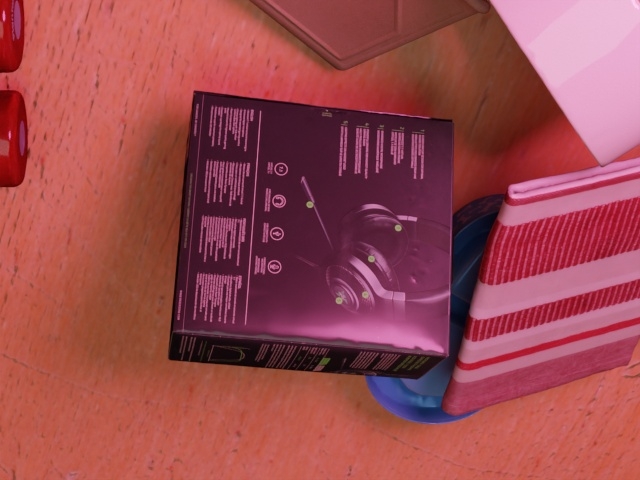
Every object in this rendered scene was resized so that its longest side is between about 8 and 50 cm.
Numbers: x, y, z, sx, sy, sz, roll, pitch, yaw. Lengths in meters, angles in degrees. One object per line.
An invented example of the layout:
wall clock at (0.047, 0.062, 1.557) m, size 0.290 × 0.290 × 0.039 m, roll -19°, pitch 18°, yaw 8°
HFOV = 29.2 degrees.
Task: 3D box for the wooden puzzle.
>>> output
wooden puzzle at (0.008, -0.252, 1.120) m, size 0.221 × 0.044 × 0.238 m, roll 35°, pitch 155°, yaw -28°

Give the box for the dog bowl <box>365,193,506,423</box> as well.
dog bowl at (0.167, 0.073, 1.380) m, size 0.166 × 0.074 × 0.297 m, roll 29°, pitch 113°, yaw -18°

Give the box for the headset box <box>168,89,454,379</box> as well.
headset box at (0.000, 0.000, 1.222) m, size 0.283 × 0.246 × 0.131 m, roll 5°, pitch 163°, yaw -7°

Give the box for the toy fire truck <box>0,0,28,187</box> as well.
toy fire truck at (-0.371, -0.116, 1.128) m, size 0.169 × 0.254 × 0.302 m, roll 2°, pitch 119°, yaw -5°

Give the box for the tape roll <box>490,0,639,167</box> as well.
tape roll at (0.218, -0.210, 1.108) m, size 0.100 × 0.286 × 0.286 m, roll -33°, pitch 116°, yaw 14°

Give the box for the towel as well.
towel at (0.255, 0.044, 1.262) m, size 0.237 × 0.037 × 0.329 m, roll -13°, pitch 139°, yaw -20°
